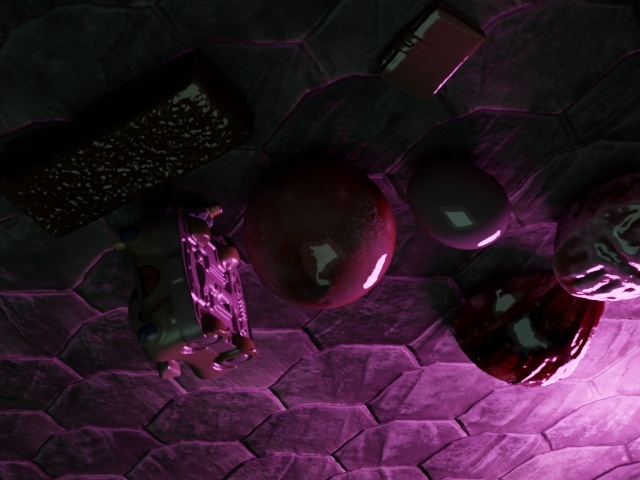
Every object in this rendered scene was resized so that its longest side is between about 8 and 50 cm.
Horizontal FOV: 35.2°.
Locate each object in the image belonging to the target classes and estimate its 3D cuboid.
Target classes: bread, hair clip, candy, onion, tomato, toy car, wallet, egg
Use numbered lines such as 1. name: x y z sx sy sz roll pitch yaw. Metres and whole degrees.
1. bread: -0.320 -0.153 1.652 0.416 0.113 0.165 -24 135 19
2. hair clip: -0.281 -0.021 1.841 0.213 0.056 0.062 -13 137 11
3. candy: 0.558 -0.007 1.838 0.214 0.157 0.289 36 133 -18
4. onion: 0.411 0.204 2.071 0.280 0.146 0.314 21 136 -31
5. tomato: 0.000 0.000 1.757 0.270 0.227 0.270 0 140 0
6. toy car: -0.262 0.115 1.810 0.226 0.242 0.336 -18 159 11
7. wallet: 0.171 -0.295 1.579 0.118 0.039 0.152 25 128 -31
8. egg: 0.241 -0.064 1.760 0.198 0.146 0.146 30 129 -23
